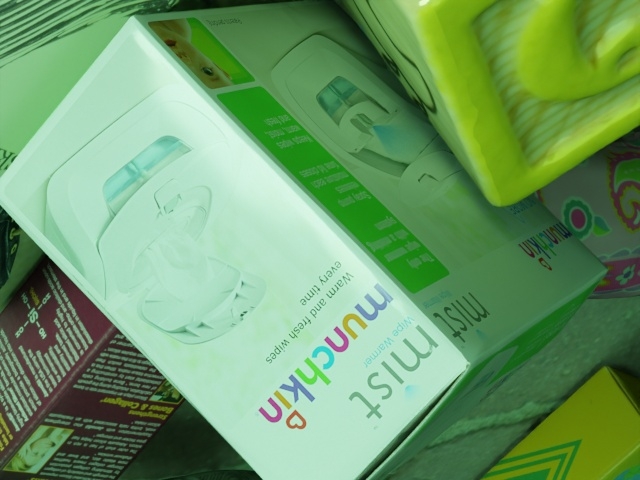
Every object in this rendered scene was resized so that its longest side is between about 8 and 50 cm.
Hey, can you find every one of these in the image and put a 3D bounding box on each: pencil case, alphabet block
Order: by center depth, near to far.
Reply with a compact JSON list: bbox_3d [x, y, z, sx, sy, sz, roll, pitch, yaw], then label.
[{"bbox_3d":[0.101,-0.173,0.990,0.193,0.197,0.192,-33,145,0],"label":"alphabet block"},{"bbox_3d":[0.138,-0.016,1.291,0.284,0.124,0.124,-4,136,-37],"label":"pencil case"}]

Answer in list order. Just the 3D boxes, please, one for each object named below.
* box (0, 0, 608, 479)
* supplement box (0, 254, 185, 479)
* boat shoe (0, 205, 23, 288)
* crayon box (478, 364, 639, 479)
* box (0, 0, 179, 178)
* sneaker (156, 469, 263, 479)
[{"bbox_3d":[0.000,0.000,1.013,0.127,0.231,0.262,-49,169,21],"label":"box"},{"bbox_3d":[-0.139,0.071,1.197,0.104,0.081,0.188,15,123,-49],"label":"supplement box"},{"bbox_3d":[-0.184,-0.027,1.063,0.183,0.065,0.083,-40,147,21],"label":"boat shoe"},{"bbox_3d":[0.236,0.222,1.686,0.318,0.081,0.202,-44,144,17],"label":"crayon box"},{"bbox_3d":[-0.138,-0.135,0.933,0.275,0.094,0.113,-47,145,18],"label":"box"},{"bbox_3d":[-0.224,0.279,1.331,0.447,0.169,0.257,-24,-172,-36],"label":"sneaker"}]
